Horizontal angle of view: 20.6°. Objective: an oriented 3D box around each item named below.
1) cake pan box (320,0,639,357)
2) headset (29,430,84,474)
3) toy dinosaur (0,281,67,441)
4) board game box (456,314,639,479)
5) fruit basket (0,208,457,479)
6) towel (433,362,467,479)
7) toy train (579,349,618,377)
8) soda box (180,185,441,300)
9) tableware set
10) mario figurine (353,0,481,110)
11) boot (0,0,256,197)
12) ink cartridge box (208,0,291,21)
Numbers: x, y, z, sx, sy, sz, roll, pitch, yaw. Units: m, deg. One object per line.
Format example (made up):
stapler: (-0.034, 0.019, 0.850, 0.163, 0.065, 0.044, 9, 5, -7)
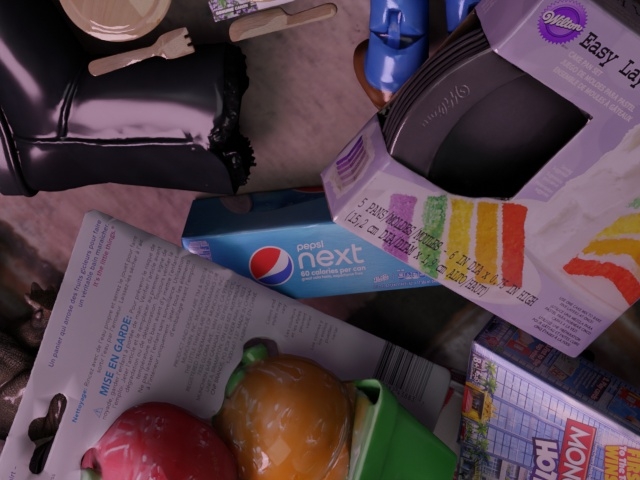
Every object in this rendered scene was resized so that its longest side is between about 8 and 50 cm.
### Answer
cake pan box: (0.169, -0.060, 1.277, 0.267, 0.070, 0.246, 31, 115, -29)
headset: (-0.225, 0.250, 1.413, 0.243, 0.185, 0.394, -22, 151, 20)
toy dinosaur: (-0.275, 0.107, 1.473, 0.313, 0.121, 0.160, 17, 134, -27)
board game box: (0.207, 0.177, 1.406, 0.194, 0.060, 0.194, 18, 122, 21)
fruit basket: (-0.082, 0.192, 1.342, 0.353, 0.327, 0.165, 23, 162, -23)
towel: (0.140, 0.232, 1.536, 0.329, 0.037, 0.237, 18, 119, -5)
toy train: (0.208, 0.103, 1.465, 0.036, 0.027, 0.158, -38, 109, 25)
soda box: (0.000, 0.000, 1.401, 0.210, 0.071, 0.067, -5, 117, 7)
tableware set: (-0.092, -0.199, 1.236, 0.194, 0.039, 0.128, -13, 105, 14)
mario figurine: (0.087, -0.257, 1.253, 0.198, 0.170, 0.321, -23, 133, -24)
boot: (-0.160, -0.139, 1.324, 0.207, 0.094, 0.246, -3, 125, 10)
ink cartridge box: (-0.063, -0.221, 1.264, 0.062, 0.029, 0.115, -14, 113, 6)
